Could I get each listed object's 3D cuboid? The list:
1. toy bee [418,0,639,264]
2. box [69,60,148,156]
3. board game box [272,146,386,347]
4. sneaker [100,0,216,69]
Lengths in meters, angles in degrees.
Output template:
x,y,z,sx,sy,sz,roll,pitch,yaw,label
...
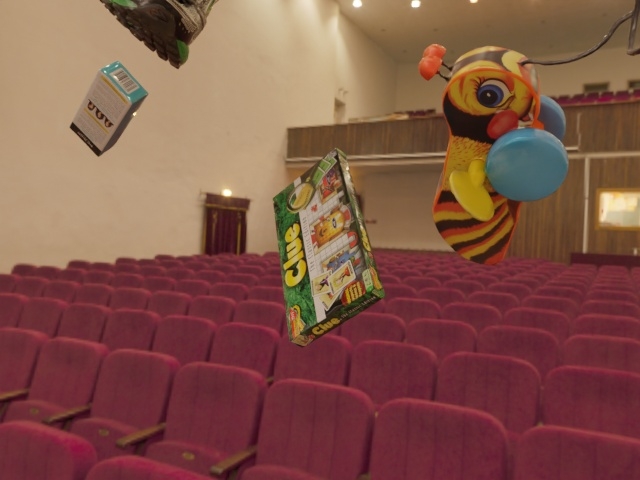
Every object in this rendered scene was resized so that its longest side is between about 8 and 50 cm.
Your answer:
x,y,z,sx,sy,sz,roll,pitch,yaw,label
0.163,-0.119,0.524,0.162,0.298,0.195,22,22,5,toy bee
-0.502,-0.304,1.273,0.244,0.100,0.060,-31,15,45,box
0.000,0.000,0.726,0.136,0.260,0.030,-38,-48,26,board game box
-0.200,-0.349,0.733,0.134,0.146,0.343,39,21,-30,sneaker
